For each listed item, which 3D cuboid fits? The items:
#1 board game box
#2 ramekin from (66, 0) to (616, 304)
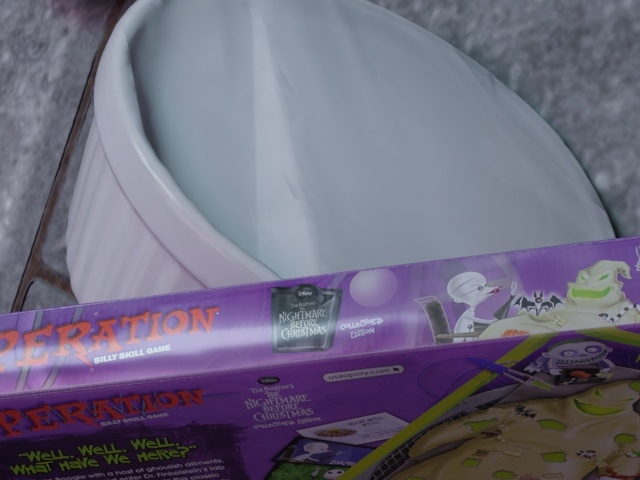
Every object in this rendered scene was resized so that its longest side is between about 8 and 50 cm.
[{"bbox_3d":[0.031,0.089,0.715,0.346,0.208,0.056,-7,55,9],"label":"board game box"},{"bbox_3d":[0.000,0.000,0.838,0.127,0.273,0.273,-56,48,35],"label":"ramekin"}]
